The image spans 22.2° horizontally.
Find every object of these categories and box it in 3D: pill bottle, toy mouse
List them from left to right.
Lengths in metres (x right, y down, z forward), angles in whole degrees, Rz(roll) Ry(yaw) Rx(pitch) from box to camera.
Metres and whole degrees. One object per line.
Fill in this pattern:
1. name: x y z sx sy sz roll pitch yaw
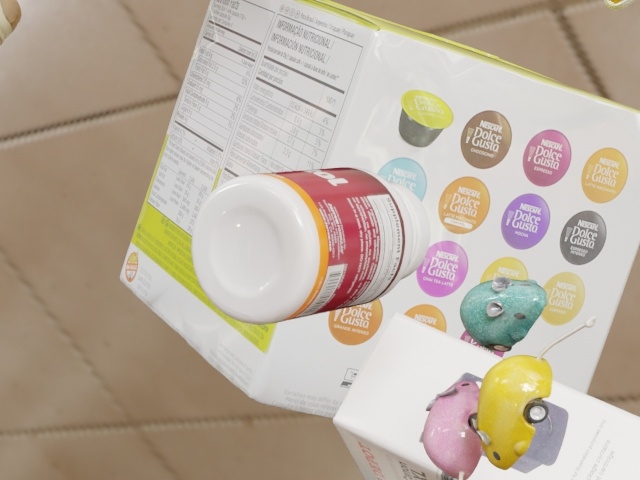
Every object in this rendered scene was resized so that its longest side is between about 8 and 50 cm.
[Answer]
1. pill bottle: 0.000 0.000 0.967 0.086 0.152 0.086 3 96 33
2. toy mouse: 0.084 0.072 0.886 0.031 0.143 0.161 17 112 -15

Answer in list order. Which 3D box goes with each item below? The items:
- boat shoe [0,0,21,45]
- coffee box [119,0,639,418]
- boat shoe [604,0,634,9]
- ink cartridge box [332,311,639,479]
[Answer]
1. boat shoe: -0.402 -0.209 1.229 0.342 0.123 0.123 29 169 -10
2. coffee box: 0.062 -0.030 1.536 0.337 0.334 0.338 14 -171 -29
3. boat shoe: 0.288 -0.240 1.429 0.100 0.035 0.035 -40 88 15
4. ink cartridge box: 0.144 0.166 1.166 0.237 0.100 0.172 23 159 25
